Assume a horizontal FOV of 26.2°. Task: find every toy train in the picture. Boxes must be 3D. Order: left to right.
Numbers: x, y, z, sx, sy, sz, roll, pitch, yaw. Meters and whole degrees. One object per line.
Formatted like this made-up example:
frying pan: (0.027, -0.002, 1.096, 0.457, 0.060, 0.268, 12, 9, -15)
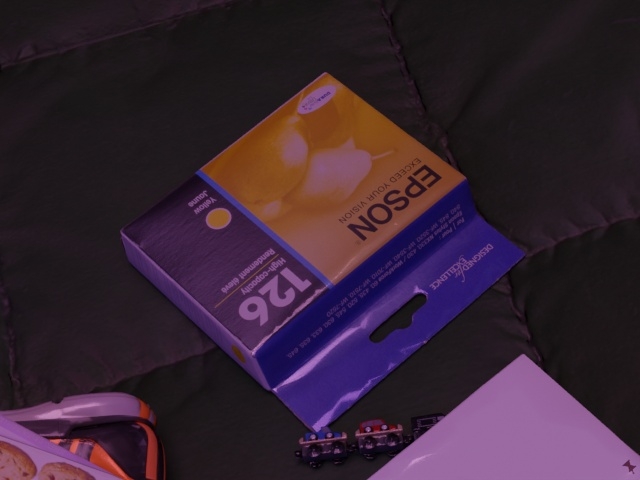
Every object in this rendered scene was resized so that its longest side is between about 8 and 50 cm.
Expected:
toy train: (0.053, 0.188, 1.310, 0.158, 0.027, 0.036, -8, 50, 1)

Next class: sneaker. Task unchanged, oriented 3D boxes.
sneaker: (-0.299, 0.251, 1.251, 0.321, 0.124, 0.180, -12, 53, -1)

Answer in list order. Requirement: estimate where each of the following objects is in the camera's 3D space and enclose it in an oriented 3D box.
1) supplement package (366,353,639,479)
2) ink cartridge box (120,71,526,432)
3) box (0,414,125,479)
supplement package: (0.151, 0.244, 1.147, 0.194, 0.203, 0.149, -36, 58, -18)
ink cartridge box: (0.000, 0.000, 1.431, 0.304, 0.072, 0.307, -39, 57, -20)
box: (-0.164, 0.252, 1.176, 0.324, 0.063, 0.067, 28, 54, 2)
